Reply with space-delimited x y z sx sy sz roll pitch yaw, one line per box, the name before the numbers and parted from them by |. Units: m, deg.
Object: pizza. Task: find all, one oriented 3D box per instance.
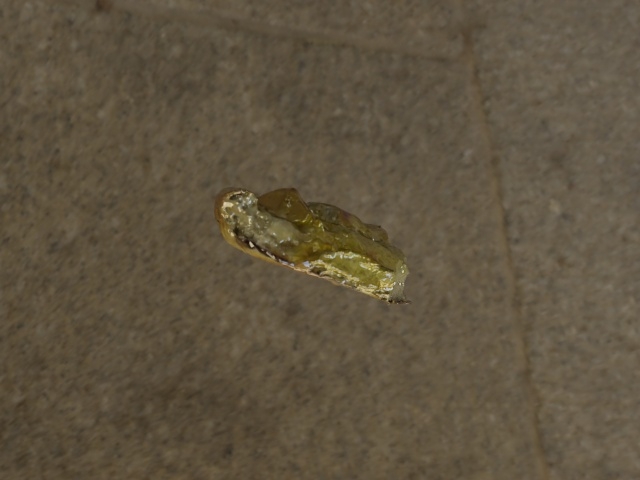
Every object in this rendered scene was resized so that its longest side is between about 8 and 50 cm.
pizza | 0.000 -0.001 0.547 0.099 0.160 0.036 20 91 14
